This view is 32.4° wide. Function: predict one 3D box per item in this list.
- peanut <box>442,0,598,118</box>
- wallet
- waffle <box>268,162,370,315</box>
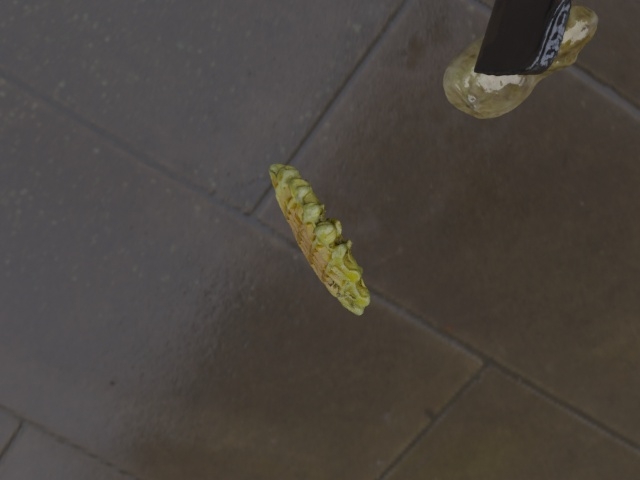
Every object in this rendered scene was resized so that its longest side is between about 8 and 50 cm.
[{"bbox_3d":[0.303,-0.278,1.679,0.253,0.137,0.122,-35,118,15],"label":"peanut"},{"bbox_3d":[0.304,-0.372,1.505,0.042,0.165,0.309,18,90,-29],"label":"wallet"},{"bbox_3d":[-0.002,0.001,1.758,0.056,0.250,0.261,-33,126,-7],"label":"waffle"}]
